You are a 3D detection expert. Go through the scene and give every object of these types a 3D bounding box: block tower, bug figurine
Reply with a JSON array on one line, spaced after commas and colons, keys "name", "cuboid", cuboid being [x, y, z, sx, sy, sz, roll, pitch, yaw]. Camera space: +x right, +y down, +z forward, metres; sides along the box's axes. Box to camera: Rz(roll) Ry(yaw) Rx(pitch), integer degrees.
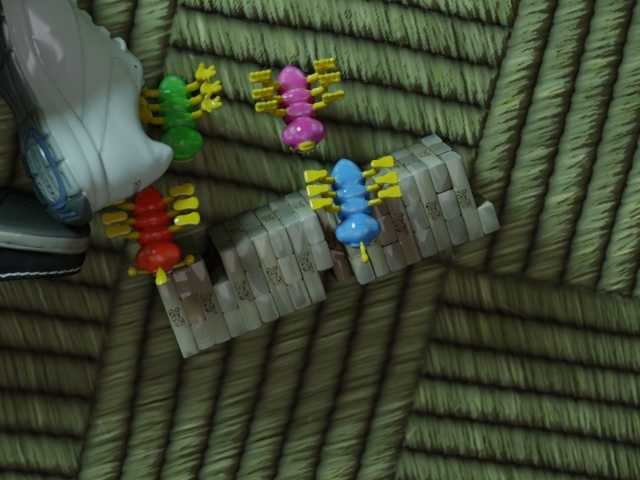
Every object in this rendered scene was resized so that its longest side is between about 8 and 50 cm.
[{"name": "block tower", "cuboid": [0.000, 0.000, 1.826, 0.335, 0.091, 0.097, -21, 111, -6]}, {"name": "bug figurine", "cuboid": [-0.070, -0.068, 1.753, 0.279, 0.072, 0.216, -7, 72, -3]}]

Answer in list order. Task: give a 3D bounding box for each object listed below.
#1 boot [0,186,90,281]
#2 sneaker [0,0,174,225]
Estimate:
[{"name": "boot", "cuboid": [-0.407, 0.095, 1.740, 0.377, 0.138, 0.284, 0, 106, -8]}, {"name": "sneaker", "cuboid": [-0.238, -0.162, 1.695, 0.129, 0.111, 0.297, -21, 85, -29]}]
